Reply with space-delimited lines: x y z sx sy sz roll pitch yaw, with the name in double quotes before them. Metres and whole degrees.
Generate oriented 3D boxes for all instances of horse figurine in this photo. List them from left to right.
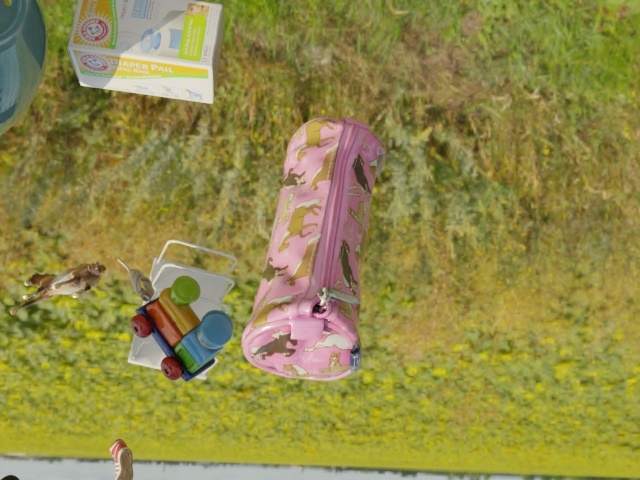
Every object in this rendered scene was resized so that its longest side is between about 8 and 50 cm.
"horse figurine" -0.596 0.099 1.634 0.263 0.066 0.174 -17 -167 16

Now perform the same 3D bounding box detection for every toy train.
"toy train" -0.247 0.099 1.154 0.105 0.248 0.143 -31 171 -43

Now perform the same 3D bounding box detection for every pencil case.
"pencil case" 0.000 0.000 0.977 0.167 0.386 0.160 -14 136 27

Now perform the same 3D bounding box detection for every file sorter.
"file sorter" -0.321 0.161 1.687 0.193 0.277 0.173 17 150 -17

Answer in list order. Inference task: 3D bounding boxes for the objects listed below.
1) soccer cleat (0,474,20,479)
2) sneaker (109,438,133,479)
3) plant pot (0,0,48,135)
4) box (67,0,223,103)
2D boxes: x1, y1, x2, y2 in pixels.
"soccer cleat" -0.557 0.482 1.197 0.060 0.178 0.072 41 131 -22
"sneaker" -0.471 0.525 1.653 0.042 0.118 0.067 -3 -159 -36
"plant pot" -0.453 -0.264 0.839 0.290 0.290 0.195 17 162 -39
"box" -0.252 -0.287 1.032 0.203 0.114 0.103 7 160 -5
